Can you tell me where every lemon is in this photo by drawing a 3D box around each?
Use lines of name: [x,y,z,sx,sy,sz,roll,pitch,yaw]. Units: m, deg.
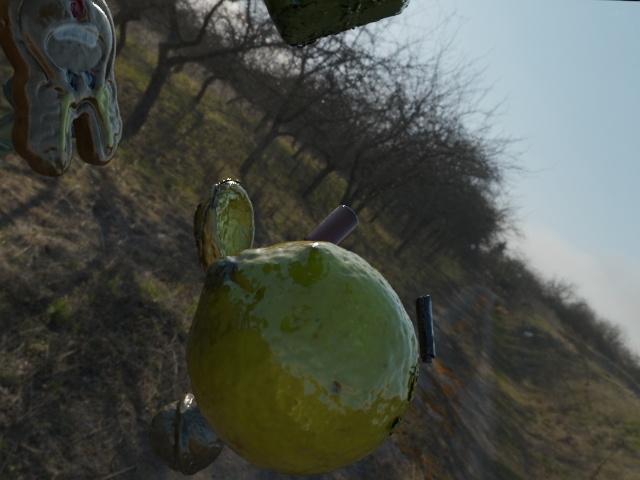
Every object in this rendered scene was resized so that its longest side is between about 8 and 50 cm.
lemon: [-0.034,0.169,0.792,0.387,0.350,0.350,43,4,-28]

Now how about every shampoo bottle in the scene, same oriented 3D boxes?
shampoo bottle: [0.001,0.002,1.334,0.085,0.244,0.085,28,-40,27]

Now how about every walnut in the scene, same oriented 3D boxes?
walnut: [-0.352,0.516,1.369,0.224,0.224,0.224,37,8,-6]

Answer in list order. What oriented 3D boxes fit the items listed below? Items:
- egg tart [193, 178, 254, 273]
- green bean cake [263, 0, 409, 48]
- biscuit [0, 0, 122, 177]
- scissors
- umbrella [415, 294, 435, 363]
egg tart: [-0.248,-0.019,1.285,0.095,0.279,0.279,3,-1,15]
green bean cake: [0.019,-0.346,0.677,0.214,0.200,0.113,-94,168,-81]
biscuit: [-0.308,-0.231,0.620,0.044,0.295,0.186,4,20,11]
scissors: [-0.467,-0.161,0.770,0.138,0.289,0.041,38,32,-58]
umbrella: [0.200,0.167,0.973,0.036,0.031,0.133,67,21,-61]
